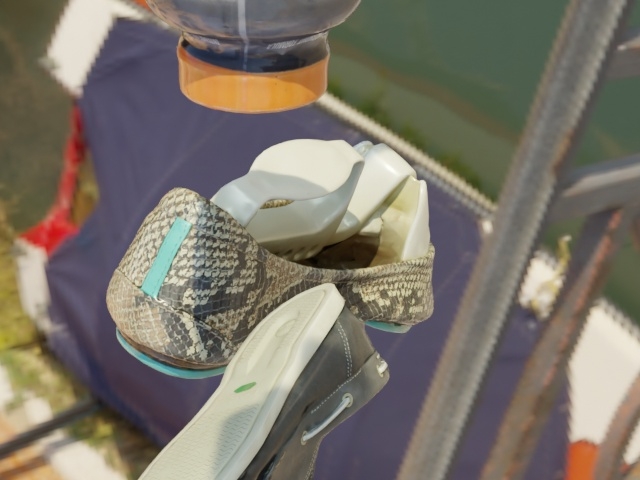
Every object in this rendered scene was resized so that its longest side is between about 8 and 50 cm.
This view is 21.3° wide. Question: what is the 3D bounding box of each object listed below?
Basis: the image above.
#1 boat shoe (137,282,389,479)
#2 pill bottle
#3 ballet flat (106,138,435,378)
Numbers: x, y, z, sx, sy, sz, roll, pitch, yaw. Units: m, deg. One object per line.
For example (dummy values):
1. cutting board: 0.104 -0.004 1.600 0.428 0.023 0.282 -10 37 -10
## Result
1. boat shoe: -0.036 0.123 0.937 0.084 0.233 0.079 -14 118 45
2. pill bottle: -0.036 -0.197 0.933 0.130 0.130 0.246 25 125 40
3. ballet flat: 0.000 0.000 1.440 0.164 0.483 0.182 30 106 22
